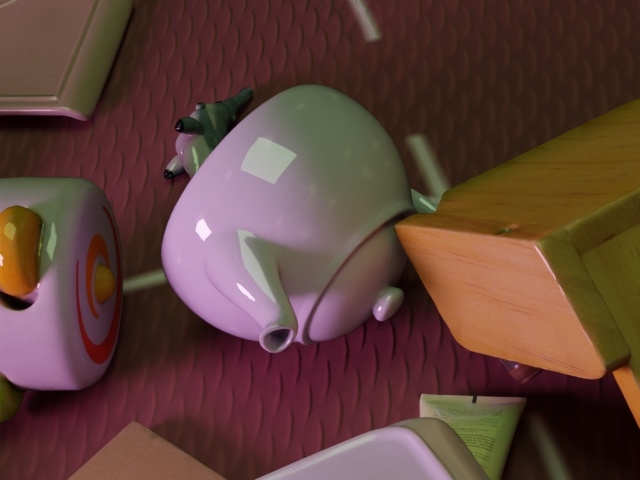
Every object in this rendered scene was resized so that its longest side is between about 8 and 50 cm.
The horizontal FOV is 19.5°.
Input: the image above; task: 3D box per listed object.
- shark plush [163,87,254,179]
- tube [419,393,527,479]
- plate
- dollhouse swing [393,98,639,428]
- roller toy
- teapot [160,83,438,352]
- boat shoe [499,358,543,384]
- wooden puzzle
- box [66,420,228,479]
[{"bbox_3d":[-0.104,-0.101,1.887,0.067,0.073,0.161,22,28,5],"label":"shark plush"},{"bbox_3d":[0.108,0.209,1.502,0.070,0.062,0.240,31,40,-12],"label":"tube"},{"bbox_3d":[0.007,0.226,1.394,0.277,0.045,0.278,-22,21,-8],"label":"plate"},{"bbox_3d":[0.314,0.062,1.544,0.347,0.305,0.315,-27,15,-23],"label":"dollhouse swing"},{"bbox_3d":[-0.253,0.036,1.645,0.146,0.209,0.191,-1,30,9],"label":"roller toy"},{"bbox_3d":[0.000,0.000,1.631,0.187,0.252,0.256,39,75,16],"label":"teapot"},{"bbox_3d":[0.229,0.073,1.619,0.178,0.064,0.060,-22,77,-23],"label":"boat shoe"},{"bbox_3d":[-0.340,-0.204,2.030,0.238,0.044,0.221,4,45,9],"label":"wooden puzzle"},{"bbox_3d":[-0.167,0.251,1.532,0.164,0.021,0.201,28,55,33],"label":"box"}]
